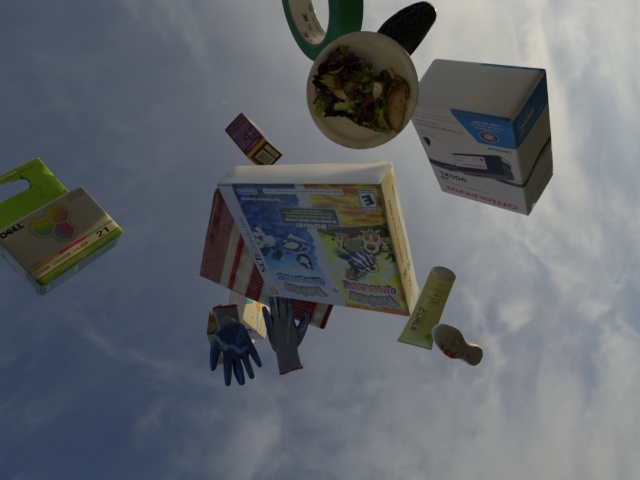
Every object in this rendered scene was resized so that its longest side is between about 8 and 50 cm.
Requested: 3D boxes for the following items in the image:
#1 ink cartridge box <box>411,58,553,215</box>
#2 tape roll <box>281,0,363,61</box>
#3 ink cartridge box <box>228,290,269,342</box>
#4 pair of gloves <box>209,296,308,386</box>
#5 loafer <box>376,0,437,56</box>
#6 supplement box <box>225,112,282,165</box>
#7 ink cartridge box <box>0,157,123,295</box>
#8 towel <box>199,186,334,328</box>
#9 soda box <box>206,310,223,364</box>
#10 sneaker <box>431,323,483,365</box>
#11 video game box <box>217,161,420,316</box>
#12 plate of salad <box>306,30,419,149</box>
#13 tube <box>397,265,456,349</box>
[{"bbox_3d":[0.434,-0.263,1.167,0.166,0.286,0.395,-56,-40,-10],"label":"ink cartridge box"},{"bbox_3d":[-0.005,-0.648,1.166,0.077,0.321,0.321,-23,-75,-20],"label":"tape roll"},{"bbox_3d":[-0.207,0.228,1.311,0.181,0.062,0.104,59,-151,-50],"label":"ink cartridge box"},{"bbox_3d":[-0.114,0.185,0.837,0.198,0.023,0.159,-10,-111,-12],"label":"pair of gloves"},{"bbox_3d":[0.131,-0.364,0.856,0.076,0.223,0.078,55,-160,16],"label":"loafer"},{"bbox_3d":[-0.110,-0.161,0.722,0.043,0.083,0.055,-45,-28,8],"label":"supplement box"},{"bbox_3d":[-0.571,-0.047,0.892,0.255,0.097,0.189,50,-125,-6],"label":"ink cartridge box"},{"bbox_3d":[-0.105,0.042,0.977,0.037,0.329,0.236,-52,-16,-60],"label":"towel"},{"bbox_3d":[-0.236,0.243,1.078,0.058,0.181,0.061,0,-128,-4],"label":"soda box"},{"bbox_3d":[0.284,0.225,0.956,0.158,0.065,0.061,37,-98,-26],"label":"sneaker"},{"bbox_3d":[0.000,0.000,0.517,0.048,0.205,0.187,-58,-40,-39],"label":"video game box"},{"bbox_3d":[0.075,-0.258,0.771,0.200,0.048,0.199,0,-68,0],"label":"plate of salad"},{"bbox_3d":[0.271,0.177,1.097,0.062,0.070,0.240,-14,-50,-38],"label":"tube"}]
